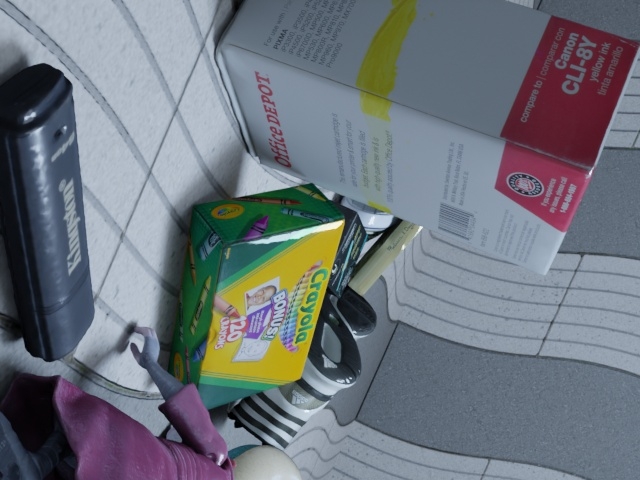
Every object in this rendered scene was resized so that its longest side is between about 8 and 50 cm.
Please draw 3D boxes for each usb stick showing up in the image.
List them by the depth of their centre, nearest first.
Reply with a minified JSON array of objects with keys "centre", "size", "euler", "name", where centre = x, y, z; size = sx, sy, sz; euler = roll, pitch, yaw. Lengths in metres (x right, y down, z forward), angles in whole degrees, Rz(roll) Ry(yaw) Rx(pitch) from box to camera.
[{"centre":[-0.211,-0.008,0.698],"size":[0.077,0.045,0.278],"euler":[-53,162,-41],"name":"usb stick"}]

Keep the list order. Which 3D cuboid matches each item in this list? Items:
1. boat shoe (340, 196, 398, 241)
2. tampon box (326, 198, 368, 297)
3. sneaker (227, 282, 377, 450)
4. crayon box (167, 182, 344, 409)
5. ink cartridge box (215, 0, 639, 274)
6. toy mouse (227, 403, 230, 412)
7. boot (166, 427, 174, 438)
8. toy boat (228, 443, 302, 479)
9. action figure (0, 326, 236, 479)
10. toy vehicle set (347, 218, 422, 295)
[{"centre":[0.096,-0.042,1.731],"size":[0.094,0.109,0.302],"euler":[-67,170,13],"name":"boat shoe"},{"centre":[0.000,0.007,1.438],"size":[0.121,0.101,0.161],"euler":[-64,166,-8],"name":"tampon box"},{"centre":[-0.051,0.204,1.568],"size":[0.257,0.169,0.447],"euler":[-47,-175,17],"name":"sneaker"},{"centre":[-0.085,0.073,1.111],"size":[0.165,0.081,0.279],"euler":[-13,135,-32],"name":"crayon box"},{"centre":[0.109,-0.142,0.986],"size":[0.279,0.384,0.160],"euler":[79,35,-69],"name":"ink cartridge box"},{"centre":[-0.134,0.203,1.416],"size":[0.161,0.031,0.143],"euler":[-31,143,-68],"name":"toy mouse"},{"centre":[-0.220,0.325,1.264],"size":[0.099,0.045,0.121],"euler":[-48,155,-52],"name":"boot"},{"centre":[-0.170,0.435,1.351],"size":[0.318,0.148,0.267],"euler":[-56,155,-5],"name":"toy boat"},{"centre":[-0.162,0.234,0.887],"size":[0.370,0.275,0.248],"euler":[21,87,-63],"name":"action figure"},{"centre":[0.155,-0.020,1.706],"size":[0.267,0.035,0.166],"euler":[-50,-178,10],"name":"toy vehicle set"}]
